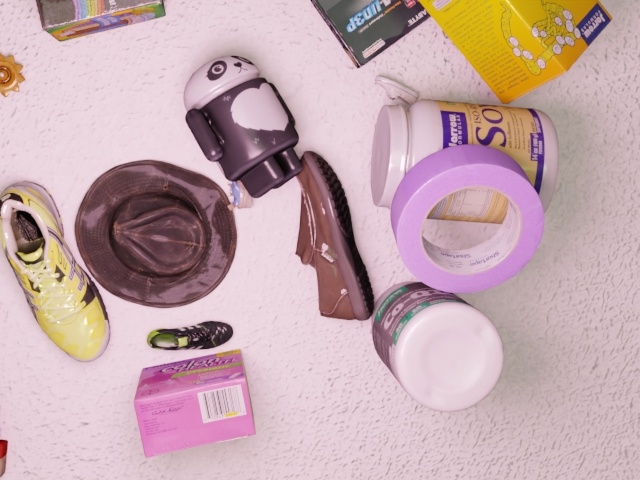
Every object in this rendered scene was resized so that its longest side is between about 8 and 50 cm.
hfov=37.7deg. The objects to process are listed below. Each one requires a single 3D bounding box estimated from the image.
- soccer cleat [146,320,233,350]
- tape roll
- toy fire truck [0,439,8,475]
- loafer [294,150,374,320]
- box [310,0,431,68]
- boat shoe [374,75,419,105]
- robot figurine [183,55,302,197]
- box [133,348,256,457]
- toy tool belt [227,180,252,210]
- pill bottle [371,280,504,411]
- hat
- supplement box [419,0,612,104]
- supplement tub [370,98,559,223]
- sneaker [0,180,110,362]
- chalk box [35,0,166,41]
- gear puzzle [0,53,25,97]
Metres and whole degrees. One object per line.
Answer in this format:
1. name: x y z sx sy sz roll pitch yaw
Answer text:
1. soccer cleat: -0.268 0.203 1.932 0.179 0.072 0.060 -5 97 -6
2. tape roll: 0.272 -0.038 1.753 0.274 0.090 0.275 -3 121 -4
3. toy fire truck: -0.737 0.361 1.865 0.217 0.158 0.246 5 84 -7
4. loafer: 0.000 0.000 1.912 0.130 0.134 0.366 -16 92 15
5. box: 0.116 -0.485 1.914 0.220 0.051 0.175 -36 99 -3
6. boat shoe: 0.155 -0.308 1.948 0.100 0.035 0.035 24 90 -16
7. robot figurine: -0.150 -0.228 1.838 0.173 0.209 0.278 -31 90 5
8. box: -0.247 0.316 1.861 0.213 0.243 0.117 -11 97 -5
9. toy tool belt: -0.169 -0.105 1.922 0.051 0.052 0.083 -7 96 -15
10. pill bottle: 0.213 0.192 1.844 0.204 0.361 0.204 -1 96 -7
11. hat: -0.329 -0.005 1.873 0.331 0.134 0.331 -1 97 -7
12. supplement box: 0.360 -0.483 1.844 0.356 0.195 0.194 48 63 -10
13. supplement tub: 0.281 -0.157 1.875 0.331 0.241 0.241 4 96 -8
14. sneaker: -0.542 0.073 1.842 0.145 0.147 0.385 -26 97 2
15. chalk box: -0.396 -0.506 1.787 0.289 0.179 0.180 -14 97 -6
16. gear puzzle: -0.743 -0.372 1.830 0.339 0.044 0.175 16 92 -11
